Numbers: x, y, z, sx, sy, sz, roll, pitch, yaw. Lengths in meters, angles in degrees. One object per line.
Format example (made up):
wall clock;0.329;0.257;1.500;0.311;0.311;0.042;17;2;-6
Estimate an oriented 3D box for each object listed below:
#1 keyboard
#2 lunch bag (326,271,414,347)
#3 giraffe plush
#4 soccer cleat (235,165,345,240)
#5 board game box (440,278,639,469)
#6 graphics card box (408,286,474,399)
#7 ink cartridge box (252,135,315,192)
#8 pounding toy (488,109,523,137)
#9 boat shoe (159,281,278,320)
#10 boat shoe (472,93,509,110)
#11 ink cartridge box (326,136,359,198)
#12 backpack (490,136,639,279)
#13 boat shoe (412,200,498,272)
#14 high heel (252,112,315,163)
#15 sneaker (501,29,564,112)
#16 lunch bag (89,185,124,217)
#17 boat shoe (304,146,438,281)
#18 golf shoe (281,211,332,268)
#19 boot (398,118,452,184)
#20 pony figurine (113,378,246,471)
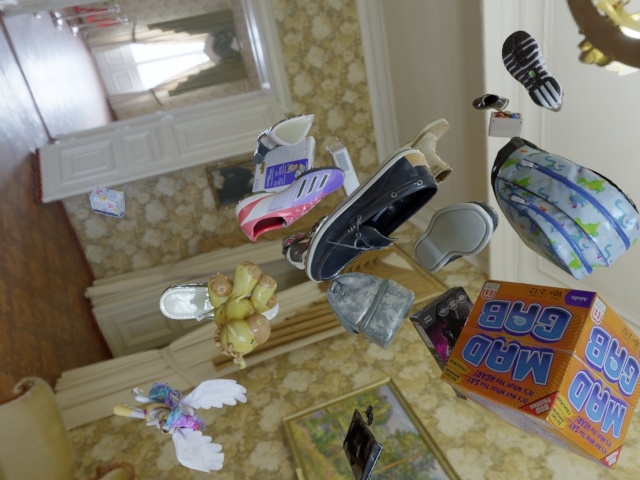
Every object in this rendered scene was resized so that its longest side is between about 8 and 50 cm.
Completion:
keyboard;0.079;0.355;0.841;0.180;0.023;0.108;155;-44;-82
lunch bag;0.156;0.221;1.560;0.256;0.212;0.305;29;-8;15
giraffe plush;-0.180;0.178;1.042;0.181;0.210;0.170;46;9;-40
soccer cleat;-0.068;-0.099;1.259;0.108;0.319;0.116;75;-10;-56
board game box;0.655;0.367;1.362;0.356;0.356;0.357;37;-17;-25
graphics card box;0.537;0.390;1.790;0.370;0.233;0.094;59;-13;2
ink cartridge box;-0.125;-0.256;1.611;0.045;0.209;0.206;57;31;-55
pounding toy;0.686;-0.455;1.752;0.141;0.130;0.100;-56;150;-57
boat shoe;-0.266;0.161;1.242;0.091;0.306;0.109;-156;-107;-71
boat shoe;0.551;-0.460;1.532;0.056;0.049;0.152;-67;-153;2
ink cartridge box;0.104;-0.259;1.909;0.261;0.066;0.296;-110;177;-67
backpack;0.582;-0.070;1.124;0.290;0.273;0.356;49;-9;-31
boat shoe;0.283;-0.019;0.960;0.114;0.091;0.302;58;-17;5
high heel;-0.118;-0.373;1.557;0.093;0.261;0.186;47;27;-24
sneaker;0.663;-0.505;1.442;0.107;0.163;0.281;-30;-114;33
lunch bag;-0.539;-0.090;1.184;0.083;0.071;0.053;119;-17;-54
boat shoe;0.136;-0.038;1.334;0.187;0.500;0.155;13;36;-52
golf shoe;0.000;0.000;1.606;0.120;0.273;0.105;50;-17;27
boot;0.423;-0.319;1.723;0.203;0.262;0.095;47;-8;32
pony figurine;-0.474;0.591;1.569;0.364;0.351;0.302;-4;-112;49
